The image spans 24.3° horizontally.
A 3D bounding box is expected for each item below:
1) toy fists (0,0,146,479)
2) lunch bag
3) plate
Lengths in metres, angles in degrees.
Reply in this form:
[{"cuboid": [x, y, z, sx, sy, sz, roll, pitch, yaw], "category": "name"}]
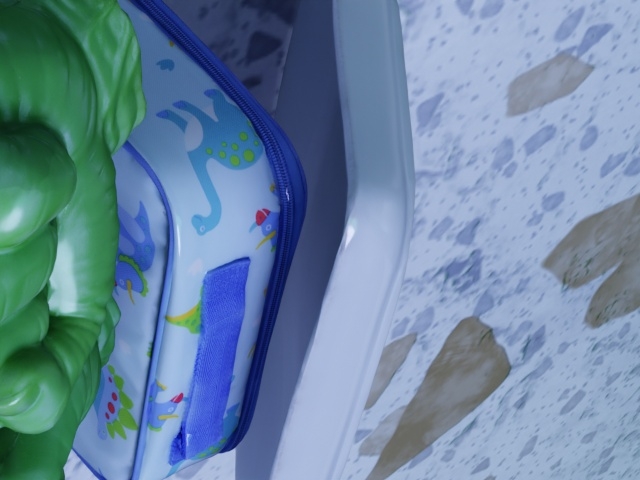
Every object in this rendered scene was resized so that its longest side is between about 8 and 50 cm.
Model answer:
[{"cuboid": [-0.123, 0.033, 0.538, 0.279, 0.096, 0.142, 107, 7, -53], "category": "toy fists"}, {"cuboid": [-0.092, 0.003, 0.701, 0.090, 0.176, 0.219, -22, 142, -33], "category": "lunch bag"}, {"cuboid": [0.000, 0.000, 0.742, 0.045, 0.278, 0.277, 9, 131, -8], "category": "plate"}]
